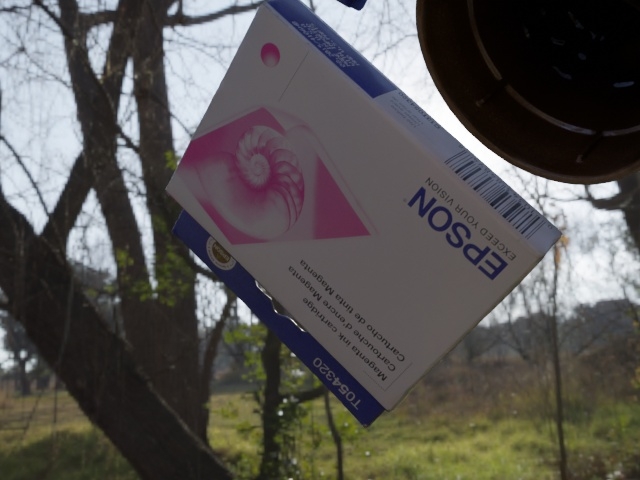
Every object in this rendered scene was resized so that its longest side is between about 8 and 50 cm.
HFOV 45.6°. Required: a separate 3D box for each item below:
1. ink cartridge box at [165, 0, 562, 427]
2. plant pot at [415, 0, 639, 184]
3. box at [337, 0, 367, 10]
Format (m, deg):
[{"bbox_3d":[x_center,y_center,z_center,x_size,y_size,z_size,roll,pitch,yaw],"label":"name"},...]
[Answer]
[{"bbox_3d":[0.000,0.000,0.736,0.071,0.324,0.330,-32,-19,-52],"label":"ink cartridge box"},{"bbox_3d":[0.172,-0.147,0.456,0.165,0.167,0.167,-42,3,-26],"label":"plant pot"},{"bbox_3d":[0.038,-0.427,1.139,0.037,0.136,0.225,22,14,-30],"label":"box"}]
